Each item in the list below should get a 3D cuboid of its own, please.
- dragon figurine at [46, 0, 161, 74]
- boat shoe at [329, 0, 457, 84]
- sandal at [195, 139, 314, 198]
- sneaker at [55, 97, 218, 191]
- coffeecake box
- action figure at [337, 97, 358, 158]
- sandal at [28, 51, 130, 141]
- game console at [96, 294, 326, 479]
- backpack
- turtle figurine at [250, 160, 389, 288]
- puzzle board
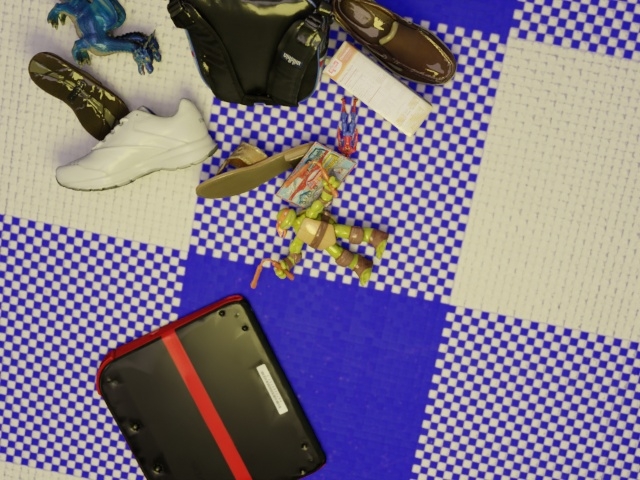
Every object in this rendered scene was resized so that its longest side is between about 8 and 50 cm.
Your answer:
[{"bbox_3d":[-0.399,-0.404,1.737,0.144,0.085,0.289,-30,98,10],"label":"dragon figurine"},{"bbox_3d":[0.121,-0.348,1.702,0.257,0.095,0.095,30,102,-2],"label":"boat shoe"},{"bbox_3d":[-0.118,-0.148,1.786,0.240,0.088,0.079,-17,68,1],"label":"sandal"},{"bbox_3d":[-0.339,-0.169,1.773,0.297,0.111,0.129,-18,101,-1],"label":"sneaker"},{"bbox_3d":[0.100,-0.263,1.697,0.185,0.142,0.068,37,101,-3],"label":"coffeecake box"},{"bbox_3d":[0.049,-0.198,1.774,0.038,0.030,0.115,1,104,-1],"label":"action figure"},{"bbox_3d":[-0.430,-0.262,1.776,0.219,0.060,0.090,37,108,-22],"label":"sandal"},{"bbox_3d":[-0.216,0.337,1.896,0.342,0.060,0.386,-26,99,4],"label":"game console"},{"bbox_3d":[-0.103,-0.354,1.648,0.276,0.213,0.263,11,141,8],"label":"backpack"},{"bbox_3d":[0.000,0.000,1.788,0.217,0.087,0.269,25,106,-7],"label":"turtle figurine"},{"bbox_3d":[-0.007,-0.110,1.770,0.096,0.011,0.128,25,116,-31],"label":"puzzle board"}]
